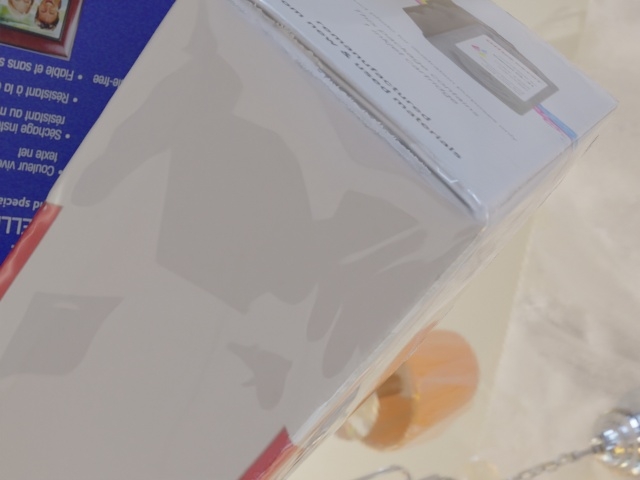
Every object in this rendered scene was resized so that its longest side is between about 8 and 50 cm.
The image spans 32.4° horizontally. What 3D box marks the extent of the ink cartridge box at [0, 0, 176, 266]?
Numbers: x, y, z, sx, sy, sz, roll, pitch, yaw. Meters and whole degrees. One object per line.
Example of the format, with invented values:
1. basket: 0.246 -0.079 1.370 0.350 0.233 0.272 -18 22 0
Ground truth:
1. ink cartridge box: -0.203 -0.078 0.547 0.072 0.304 0.307 29 -71 51

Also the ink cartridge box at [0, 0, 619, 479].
1. ink cartridge box: 0.000 0.000 0.505 0.131 0.306 0.226 41 -67 7
